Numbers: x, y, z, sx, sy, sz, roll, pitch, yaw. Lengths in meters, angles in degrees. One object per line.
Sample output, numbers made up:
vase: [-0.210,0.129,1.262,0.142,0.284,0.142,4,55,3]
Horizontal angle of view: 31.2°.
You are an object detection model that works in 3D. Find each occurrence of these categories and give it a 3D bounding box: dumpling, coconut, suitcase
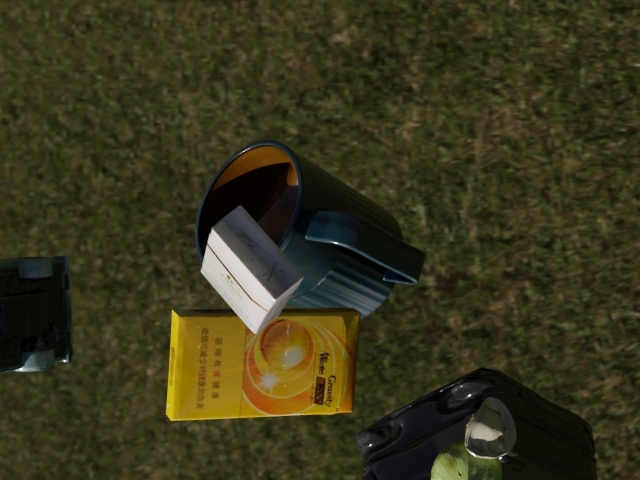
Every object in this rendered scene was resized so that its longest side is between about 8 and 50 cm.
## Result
dumpling: [0.201,0.225,1.346,0.059,0.077,0.043,23,120,6]
coconut: [0.175,0.280,1.374,0.088,0.096,0.088,1,104,6]
suitcase: [0.269,0.390,1.957,0.345,0.339,0.188,-36,37,35]

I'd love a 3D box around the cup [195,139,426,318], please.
cup: [-0.004,-0.015,1.941,0.308,0.292,0.242,-26,53,31]

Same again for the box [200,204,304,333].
box: [-0.065,0.030,1.031,0.084,0.040,0.154,51,162,6]

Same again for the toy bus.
toy bus: [-0.382,0.081,1.180,0.147,0.256,0.128,-1,92,27]

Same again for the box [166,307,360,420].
box: [-0.077,0.170,1.593,0.043,0.269,0.152,-151,63,-66]
